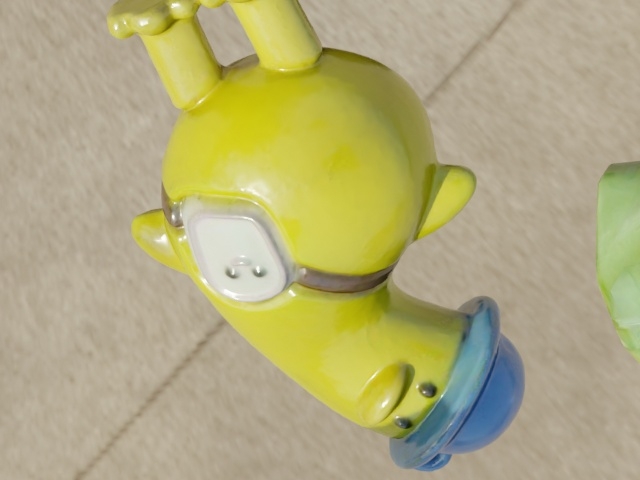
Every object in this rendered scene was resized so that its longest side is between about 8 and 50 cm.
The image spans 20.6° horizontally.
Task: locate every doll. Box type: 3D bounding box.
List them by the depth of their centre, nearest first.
[{"bbox_3d":[0.000,0.000,1.005,0.199,0.145,0.363,-14,123,21],"label":"doll"}]

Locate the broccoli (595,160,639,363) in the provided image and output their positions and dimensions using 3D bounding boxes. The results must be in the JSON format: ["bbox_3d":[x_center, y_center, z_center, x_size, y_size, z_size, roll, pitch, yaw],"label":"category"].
[{"bbox_3d":[0.201,-0.027,0.465,0.269,0.254,0.269,15,129,20],"label":"broccoli"}]
